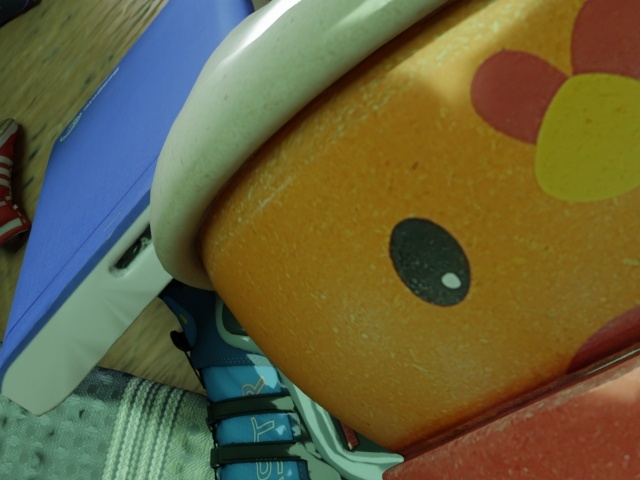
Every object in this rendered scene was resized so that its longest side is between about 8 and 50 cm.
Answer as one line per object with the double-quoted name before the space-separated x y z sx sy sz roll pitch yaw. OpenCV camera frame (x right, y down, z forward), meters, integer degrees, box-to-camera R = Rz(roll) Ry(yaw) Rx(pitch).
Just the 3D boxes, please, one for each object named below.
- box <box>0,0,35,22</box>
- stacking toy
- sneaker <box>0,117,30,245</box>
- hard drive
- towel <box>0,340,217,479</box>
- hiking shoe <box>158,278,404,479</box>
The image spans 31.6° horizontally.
"box" -0.396 -0.241 0.972 0.270 0.165 0.143 -21 65 29
"stacking toy" 0.182 0.101 0.413 0.351 0.350 0.480 -33 77 24
"sneaker" -0.254 -0.041 0.893 0.042 0.067 0.118 -21 34 32
"hard drive" -0.104 -0.061 0.681 0.210 0.040 0.318 -47 22 14
"towel" -0.215 0.230 0.721 0.312 0.056 0.324 11 81 15
"hiking shoe" -0.027 0.112 0.619 0.132 0.113 0.304 -47 54 1
